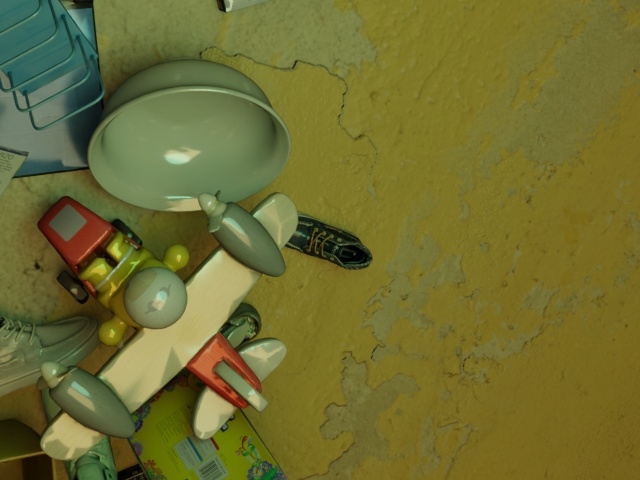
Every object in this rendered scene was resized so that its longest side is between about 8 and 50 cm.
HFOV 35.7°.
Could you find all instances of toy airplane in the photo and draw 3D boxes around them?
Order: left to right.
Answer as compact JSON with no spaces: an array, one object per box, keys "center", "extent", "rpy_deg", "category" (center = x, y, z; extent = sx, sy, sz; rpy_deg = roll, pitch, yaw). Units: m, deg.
[{"center":[-0.219,0.115,1.434],"extent":[0.385,0.272,0.386],"rpy_deg":[-1,79,-7],"category":"toy airplane"}]

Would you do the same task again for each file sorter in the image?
[{"center":[-0.371,-0.242,1.278],"extent":[0.118,0.104,0.170],"rpy_deg":[-27,142,3],"category":"file sorter"}]

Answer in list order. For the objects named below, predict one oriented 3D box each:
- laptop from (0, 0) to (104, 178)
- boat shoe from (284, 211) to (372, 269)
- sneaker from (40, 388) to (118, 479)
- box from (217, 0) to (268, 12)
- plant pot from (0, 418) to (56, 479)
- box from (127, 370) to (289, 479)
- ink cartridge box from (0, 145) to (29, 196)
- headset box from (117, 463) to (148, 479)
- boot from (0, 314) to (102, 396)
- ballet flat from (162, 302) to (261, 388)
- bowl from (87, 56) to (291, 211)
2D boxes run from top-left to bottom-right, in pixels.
[{"center":[-0.469,-0.251,1.311],"extent":[0.382,0.408,0.236],"rpy_deg":[-10,77,-20],"category":"laptop"},{"center":[0.000,0.000,1.675],"extent":[0.183,0.083,0.065],"rpy_deg":[13,102,-26],"category":"boat shoe"},{"center":[-0.373,0.331,1.593],"extent":[0.094,0.151,0.255],"rpy_deg":[-20,113,-14],"category":"sneaker"},{"center":[-0.060,-0.456,1.513],"extent":[0.233,0.044,0.159],"rpy_deg":[-19,114,-16],"category":"box"},{"center":[-0.523,0.390,1.529],"extent":[0.212,0.187,0.212],"rpy_deg":[-8,110,-21],"category":"plant pot"},{"center":[-0.146,0.403,1.602],"extent":[0.177,0.290,0.279],"rpy_deg":[-34,134,-10],"category":"box"},{"center":[-0.535,-0.076,1.305],"extent":[0.223,0.045,0.224],"rpy_deg":[16,126,-44],"category":"ink cartridge box"},{"center":[-0.311,0.432,1.721],"extent":[0.062,0.032,0.083],"rpy_deg":[-22,116,-14],"category":"headset box"},{"center":[-0.469,0.156,1.521],"extent":[0.258,0.095,0.123],"rpy_deg":[-26,123,-12],"category":"boot"},{"center":[-0.191,0.183,1.666],"extent":[0.213,0.068,0.072],"rpy_deg":[-37,118,-7],"category":"ballet flat"},{"center":[-0.198,-0.175,1.470],"extent":[0.298,0.134,0.298],"rpy_deg":[-8,150,-5],"category":"bowl"}]
